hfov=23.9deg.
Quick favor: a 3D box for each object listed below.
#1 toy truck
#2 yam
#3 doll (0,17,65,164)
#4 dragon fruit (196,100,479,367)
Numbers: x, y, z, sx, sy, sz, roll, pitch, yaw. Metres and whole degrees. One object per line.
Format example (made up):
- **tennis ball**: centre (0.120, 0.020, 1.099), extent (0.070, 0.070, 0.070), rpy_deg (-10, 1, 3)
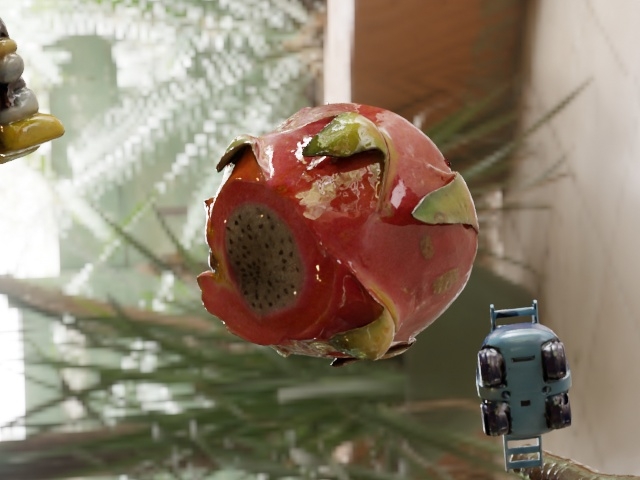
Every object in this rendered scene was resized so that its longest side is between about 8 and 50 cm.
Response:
- **toy truck**: centre (0.138, 0.113, 1.032), extent (0.074, 0.063, 0.136), rpy_deg (-89, -7, -67)
- **yam**: centre (0.243, 0.213, 1.288), extent (0.327, 0.045, 0.045), rpy_deg (-174, 91, -73)
- **doll**: centre (-0.276, -0.195, 1.009), extent (0.316, 0.103, 0.145), rpy_deg (61, 175, -8)
- **dragon fruit**: centre (0.000, 0.000, 1.548), extent (0.189, 0.290, 0.290), rpy_deg (-27, -57, -54)
